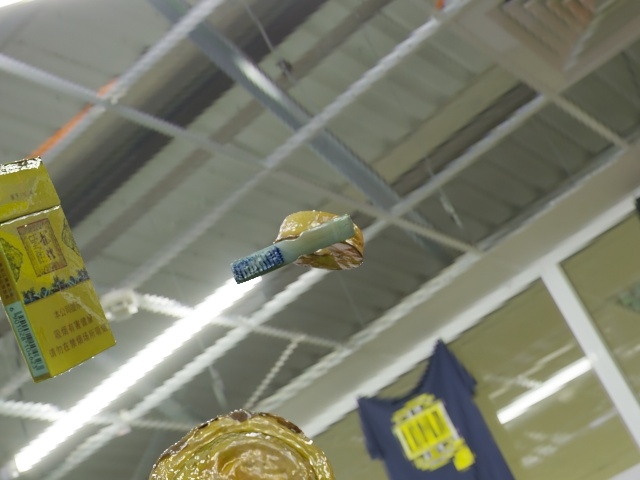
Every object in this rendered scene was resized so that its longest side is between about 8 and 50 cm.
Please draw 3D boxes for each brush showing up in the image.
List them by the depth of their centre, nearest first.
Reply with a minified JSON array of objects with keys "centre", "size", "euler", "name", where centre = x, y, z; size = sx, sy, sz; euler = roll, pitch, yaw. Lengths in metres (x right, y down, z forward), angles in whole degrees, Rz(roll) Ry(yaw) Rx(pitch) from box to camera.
[{"centre":[-0.040,0.011,1.556],"size":[0.178,0.033,0.030],"euler":[-23,-10,10],"name":"brush"}]

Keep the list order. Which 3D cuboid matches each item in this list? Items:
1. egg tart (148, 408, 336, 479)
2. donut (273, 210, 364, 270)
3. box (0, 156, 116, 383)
[{"centre":[-0.090,0.344,1.494],"size":[0.288,0.288,0.118],"euler":[-13,-26,-24],"name":"egg tart"},{"centre":[0.000,0.000,1.930],"size":[0.152,0.058,0.152],"euler":[9,-24,4],"name":"donut"},{"centre":[-0.369,0.034,1.528],"size":[0.041,0.279,0.153],"euler":[-19,4,25],"name":"box"}]
